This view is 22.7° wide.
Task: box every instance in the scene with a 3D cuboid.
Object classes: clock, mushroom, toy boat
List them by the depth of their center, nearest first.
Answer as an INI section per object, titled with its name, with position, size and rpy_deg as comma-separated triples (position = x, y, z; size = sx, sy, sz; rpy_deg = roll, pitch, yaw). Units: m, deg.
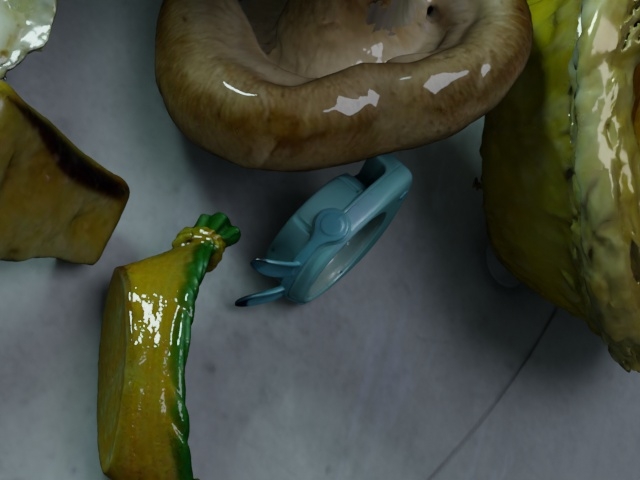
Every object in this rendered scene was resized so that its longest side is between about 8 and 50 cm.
[toy boat]
position = -0.095, 0.079, 1.046
size = 0.088, 0.089, 0.229
rpy_deg = 10, 63, -22
[mushroom]
position = 0.016, -0.147, 1.149
size = 0.278, 0.146, 0.278
rpy_deg = 1, 46, -1
[clock]
position = 0.001, 0.001, 1.152
size = 0.045, 0.108, 0.147
rpy_deg = 42, 53, 11

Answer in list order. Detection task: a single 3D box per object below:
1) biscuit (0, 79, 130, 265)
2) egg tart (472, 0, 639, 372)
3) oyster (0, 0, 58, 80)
[biscuit]
position = -0.202, 0.007, 0.994
size = 0.183, 0.039, 0.174
rpy_deg = -61, 152, -12
[egg tart]
position = 0.228, -0.078, 1.275
size = 0.388, 0.169, 0.387
rpy_deg = 2, 90, -68
[oyster]
position = -0.252, -0.175, 1.002
size = 0.166, 0.110, 0.341
rpy_deg = 17, 65, -42
